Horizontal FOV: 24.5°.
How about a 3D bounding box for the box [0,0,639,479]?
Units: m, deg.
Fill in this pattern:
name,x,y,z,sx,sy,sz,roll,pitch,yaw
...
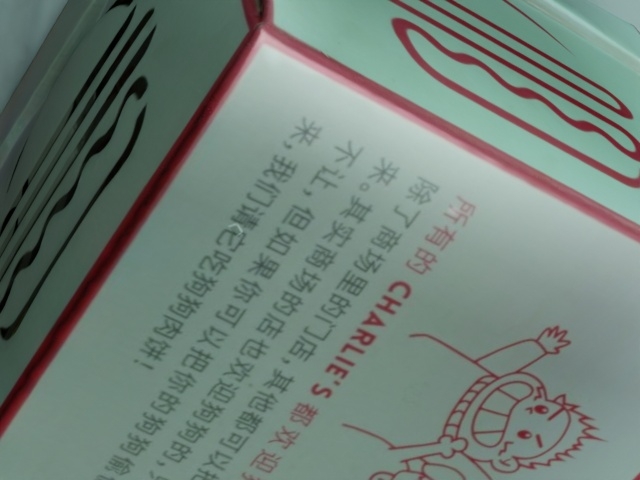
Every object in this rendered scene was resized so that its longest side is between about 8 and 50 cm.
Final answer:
name,x,y,z,sx,sy,sz,roll,pitch,yaw
box,0.000,0.000,0.778,0.312,0.300,0.314,26,117,-23
